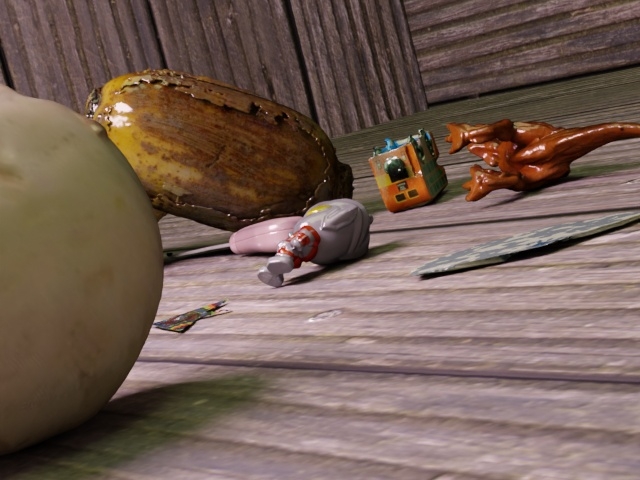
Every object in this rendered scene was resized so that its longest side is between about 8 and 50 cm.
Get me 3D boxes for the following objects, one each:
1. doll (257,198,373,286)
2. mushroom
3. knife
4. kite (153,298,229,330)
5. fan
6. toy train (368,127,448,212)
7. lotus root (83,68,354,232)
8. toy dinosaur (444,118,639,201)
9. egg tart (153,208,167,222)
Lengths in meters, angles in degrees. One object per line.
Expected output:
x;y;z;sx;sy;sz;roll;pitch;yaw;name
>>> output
0.000;0.000;1.393;0.180;0.079;0.094;-30;-16;-45;doll
-0.285;0.051;0.988;0.314;0.314;0.336;-19;-22;-32;mushroom
-0.111;0.000;1.717;0.081;0.043;0.336;-8;1;-31;knife
-0.134;0.079;1.283;0.090;0.004;0.122;-12;8;16;kite
0.197;0.002;1.208;0.240;0.009;0.131;-15;7;-3;fan
0.123;-0.099;1.770;0.072;0.099;0.188;-15;8;17;toy train
-0.134;-0.115;1.734;0.397;0.196;0.179;15;4;-13;lotus root
0.272;-0.107;1.581;0.208;0.097;0.432;-7;7;-25;toy dinosaur
-0.346;0.009;1.810;0.294;0.116;0.295;-15;9;3;egg tart
